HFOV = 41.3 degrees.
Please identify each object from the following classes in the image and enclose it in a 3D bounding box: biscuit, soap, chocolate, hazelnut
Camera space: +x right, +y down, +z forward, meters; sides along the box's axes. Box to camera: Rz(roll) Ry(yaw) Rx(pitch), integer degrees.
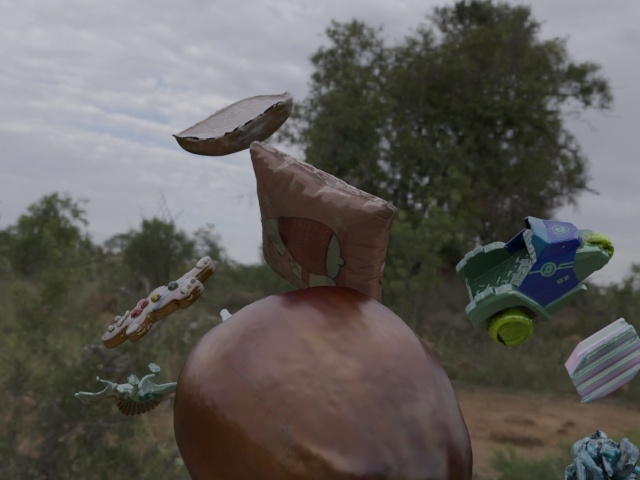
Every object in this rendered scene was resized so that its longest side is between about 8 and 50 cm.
[{"bbox_3d":[-0.247,0.098,1.243,0.205,0.031,0.138,-32,17,23],"label":"biscuit"},{"bbox_3d":[0.516,0.223,1.547,0.149,0.100,0.056,-33,17,3],"label":"soap"},{"bbox_3d":[-0.174,-0.236,1.819,0.161,0.083,0.261,10,34,43],"label":"chocolate"},{"bbox_3d":[0.008,0.226,0.981,0.365,0.366,0.366,5,-2,0],"label":"hazelnut"}]

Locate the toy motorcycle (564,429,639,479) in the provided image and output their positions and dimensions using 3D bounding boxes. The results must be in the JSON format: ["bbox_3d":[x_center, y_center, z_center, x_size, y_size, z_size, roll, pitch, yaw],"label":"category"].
[{"bbox_3d":[0.621,0.530,1.909,0.154,0.206,0.260,30,-7,0],"label":"toy motorcycle"}]

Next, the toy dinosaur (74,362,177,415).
[{"bbox_3d":[-0.274,0.238,1.306,0.187,0.106,0.044,13,38,-33],"label":"toy dinosaur"}]

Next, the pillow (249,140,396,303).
[{"bbox_3d":[0.000,0.000,1.114,0.223,0.236,0.084,28,50,29],"label":"pillow"}]

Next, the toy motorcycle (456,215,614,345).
[{"bbox_3d":[0.447,0.056,1.814,0.326,0.191,0.200,-37,-59,25],"label":"toy motorcycle"}]

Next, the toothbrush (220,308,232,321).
[{"bbox_3d":[-0.134,0.193,1.530,0.030,0.030,0.304,6,16,-23],"label":"toothbrush"}]
